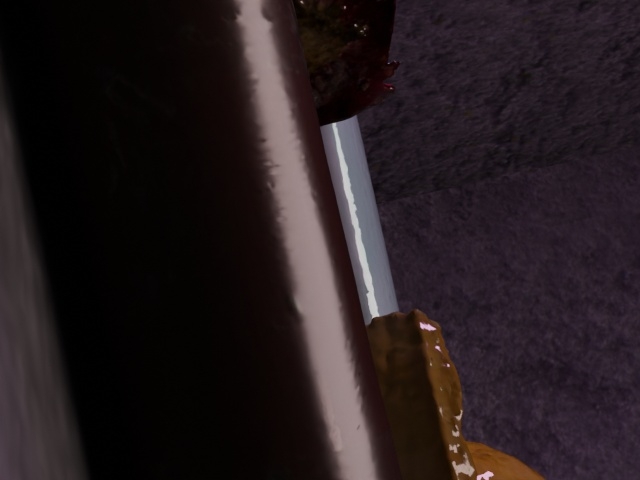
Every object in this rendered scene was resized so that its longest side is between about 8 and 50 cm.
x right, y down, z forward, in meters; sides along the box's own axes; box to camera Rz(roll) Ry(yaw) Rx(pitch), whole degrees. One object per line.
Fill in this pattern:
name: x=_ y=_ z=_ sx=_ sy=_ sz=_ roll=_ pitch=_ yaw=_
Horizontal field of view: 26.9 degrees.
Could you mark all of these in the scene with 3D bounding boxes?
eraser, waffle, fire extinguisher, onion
eraser: x=0.000 y=0.000 z=1.031 sx=0.189 sy=0.104 sz=0.290 roll=112 pitch=-33 yaw=-84
waffle: x=0.048 y=0.237 z=0.625 sx=0.348 sy=0.077 sz=0.304 roll=88 pitch=-7 yaw=-52
fire extinguisher: x=-0.028 y=0.028 z=0.350 sx=0.089 sy=0.072 sz=0.268 roll=-16 pitch=-94 yaw=55
onion: x=-0.026 y=-0.183 z=0.846 sx=0.218 sy=0.139 sz=0.195 roll=-101 pitch=-178 yaw=-49

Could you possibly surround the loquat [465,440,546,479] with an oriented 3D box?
loquat: x=0.106 y=0.263 z=1.063 sx=0.208 sy=0.208 sz=0.208 roll=-12 pitch=90 yaw=-89
